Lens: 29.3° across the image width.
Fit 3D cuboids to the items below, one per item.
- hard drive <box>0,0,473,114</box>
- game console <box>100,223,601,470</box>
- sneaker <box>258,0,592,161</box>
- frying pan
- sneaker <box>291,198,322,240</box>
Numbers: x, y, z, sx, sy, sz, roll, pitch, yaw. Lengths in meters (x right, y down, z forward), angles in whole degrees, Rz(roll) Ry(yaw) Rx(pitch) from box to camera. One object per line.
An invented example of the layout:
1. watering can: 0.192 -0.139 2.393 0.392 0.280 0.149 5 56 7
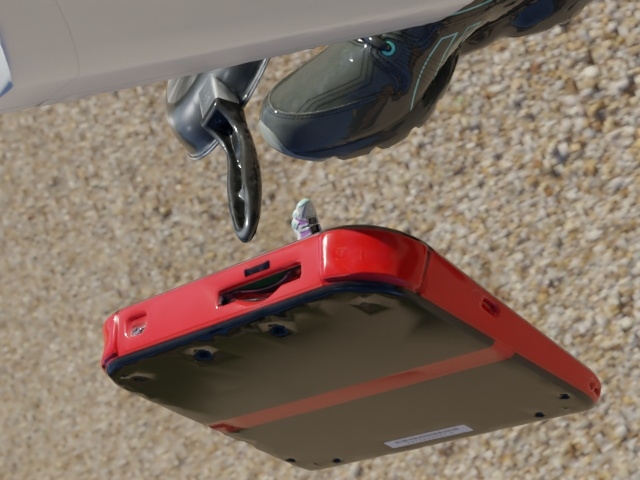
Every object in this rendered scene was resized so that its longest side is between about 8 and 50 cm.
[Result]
1. hard drive: -0.070 -0.197 0.592 0.047 0.353 0.233 -27 88 39
2. game console: 0.017 0.118 1.162 0.386 0.342 0.060 -20 52 39
3. sneaker: 0.063 -0.154 0.785 0.101 0.267 0.106 40 161 44
4. frying pan: -0.086 -0.107 0.977 0.197 0.053 0.326 -40 33 51
5. sneaker: 0.000 0.000 1.515 0.069 0.038 0.098 20 123 42
